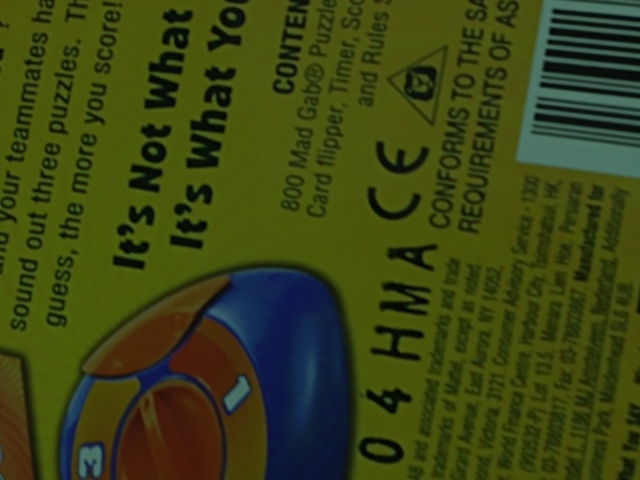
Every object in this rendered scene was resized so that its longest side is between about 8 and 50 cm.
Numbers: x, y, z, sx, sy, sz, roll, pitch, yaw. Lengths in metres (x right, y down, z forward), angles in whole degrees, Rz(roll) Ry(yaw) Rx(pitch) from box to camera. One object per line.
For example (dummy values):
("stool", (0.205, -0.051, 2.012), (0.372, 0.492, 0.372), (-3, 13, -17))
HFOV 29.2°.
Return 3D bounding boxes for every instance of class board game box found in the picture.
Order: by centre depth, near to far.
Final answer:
("board game box", (-0.005, 0.053, 0.496), (0.356, 0.356, 0.356), (9, 87, 17))
